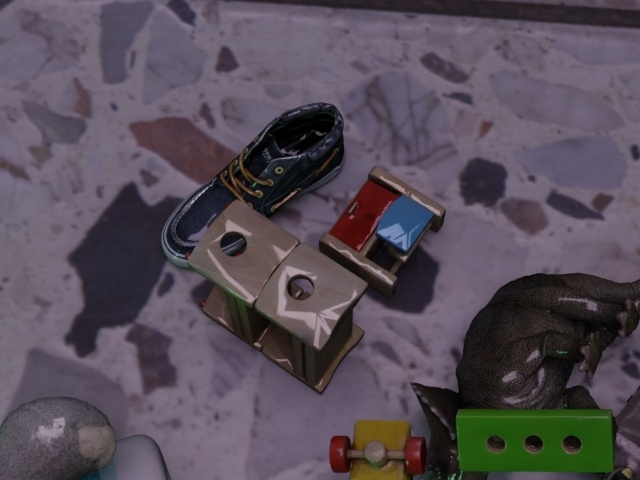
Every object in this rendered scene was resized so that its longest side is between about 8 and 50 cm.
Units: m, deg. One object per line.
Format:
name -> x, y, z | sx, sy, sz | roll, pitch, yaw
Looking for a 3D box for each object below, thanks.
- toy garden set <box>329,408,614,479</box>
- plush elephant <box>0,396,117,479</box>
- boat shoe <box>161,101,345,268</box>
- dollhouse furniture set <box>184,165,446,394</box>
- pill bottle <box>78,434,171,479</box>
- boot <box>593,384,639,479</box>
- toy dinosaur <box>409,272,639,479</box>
toy garden set -> 0.119, 0.233, 1.036 | 0.203, 0.049, 0.244 | -2, 106, 15
plush elephant -> -0.217, 0.269, 0.805 | 0.255, 0.272, 0.330 | 24, 94, 41
boat shoe -> -0.058, -0.051, 1.178 | 0.183, 0.083, 0.065 | -35, 72, -13
dollhouse furniture set -> 0.000, 0.000, 1.133 | 0.129, 0.129, 0.184 | 33, 73, 12
pill bottle -> -0.227, 0.247, 1.025 | 0.264, 0.146, 0.146 | -17, 69, -6
boot -> 0.293, 0.225, 1.074 | 0.229, 0.091, 0.263 | 34, 61, 13
toy dinosaur -> 0.172, 0.078, 1.106 | 0.160, 0.121, 0.313 | 6, 49, 37
